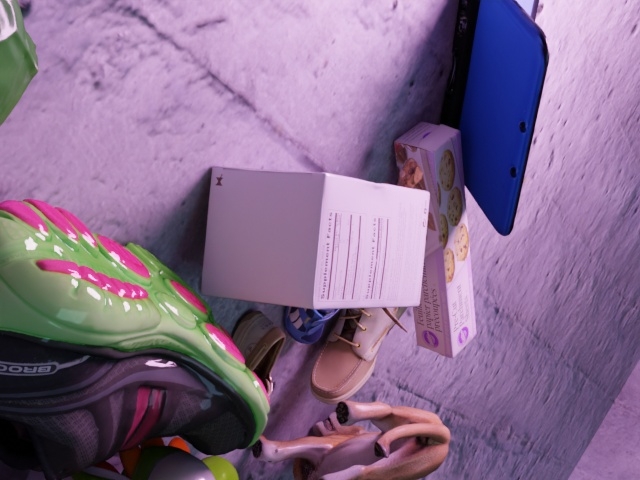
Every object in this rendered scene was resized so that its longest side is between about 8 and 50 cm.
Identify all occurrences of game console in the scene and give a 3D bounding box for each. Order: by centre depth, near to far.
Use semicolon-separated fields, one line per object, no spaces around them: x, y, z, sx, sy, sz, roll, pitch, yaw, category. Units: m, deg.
0.252;-0.200;1.511;0.250;0.173;0.293;-37;146;-37;game console

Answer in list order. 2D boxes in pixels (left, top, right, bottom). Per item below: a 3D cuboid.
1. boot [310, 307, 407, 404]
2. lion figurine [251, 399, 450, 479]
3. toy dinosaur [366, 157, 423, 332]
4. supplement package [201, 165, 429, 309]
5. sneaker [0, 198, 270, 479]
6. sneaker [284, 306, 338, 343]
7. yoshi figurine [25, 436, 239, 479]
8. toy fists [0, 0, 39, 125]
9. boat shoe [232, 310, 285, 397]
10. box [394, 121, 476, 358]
0.044;0.091;1.553;0.213;0.077;0.165;-55;155;-25;boot
0.063;0.279;1.560;0.240;0.392;0.142;3;78;-30;lion figurine
0.064;0.001;1.451;0.064;0.112;0.211;-16;124;-51;toy dinosaur
0.000;0.000;1.281;0.244;0.139;0.133;4;91;-60;supplement package
-0.204;0.114;1.088;0.202;0.185;0.483;-42;150;4;sneaker
-0.008;0.084;1.476;0.053;0.059;0.144;-46;152;-30;sneaker
-0.171;0.311;1.176;0.362;0.204;0.202;-6;107;-63;yoshi figurine
-0.298;-0.082;0.770;0.279;0.096;0.142;-53;163;-17;toy fists
-0.085;0.168;1.427;0.063;0.059;0.170;-19;133;-53;boat shoe
0.153;0.003;1.583;0.067;0.063;0.324;-36;131;-38;box
